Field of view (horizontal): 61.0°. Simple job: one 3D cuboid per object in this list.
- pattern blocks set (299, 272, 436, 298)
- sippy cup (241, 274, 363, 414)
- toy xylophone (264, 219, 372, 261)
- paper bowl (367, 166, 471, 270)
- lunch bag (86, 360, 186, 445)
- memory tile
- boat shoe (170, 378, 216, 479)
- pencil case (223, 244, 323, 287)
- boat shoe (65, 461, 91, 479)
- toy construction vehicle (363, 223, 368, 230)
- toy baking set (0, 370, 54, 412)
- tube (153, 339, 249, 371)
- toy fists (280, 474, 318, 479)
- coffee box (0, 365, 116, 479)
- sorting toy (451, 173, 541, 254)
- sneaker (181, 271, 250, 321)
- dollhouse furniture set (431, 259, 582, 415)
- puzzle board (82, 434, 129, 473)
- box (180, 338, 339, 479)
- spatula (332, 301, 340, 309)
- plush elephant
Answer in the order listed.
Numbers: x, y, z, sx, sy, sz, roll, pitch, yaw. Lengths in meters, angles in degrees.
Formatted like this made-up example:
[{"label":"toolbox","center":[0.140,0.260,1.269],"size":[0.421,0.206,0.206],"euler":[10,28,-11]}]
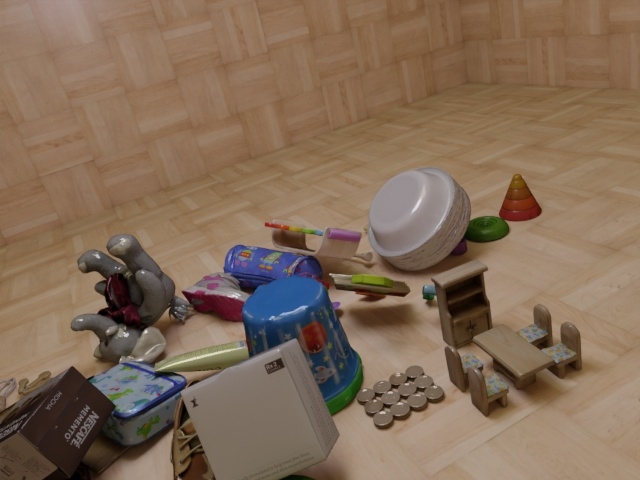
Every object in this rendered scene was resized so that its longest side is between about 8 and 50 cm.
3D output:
[{"label":"pattern blocks set","center":[0.111,0.103,1.249],"size":[0.325,0.026,0.285],"euler":[8,-10,-4]},{"label":"sippy cup","center":[-0.049,0.201,1.087],"size":[0.240,0.224,0.305],"euler":[-20,24,-14]},{"label":"toy xylophone","center":[0.000,0.000,1.526],"size":[0.236,0.081,0.323],"euler":[8,1,-41]},{"label":"paper bowl","center":[0.244,-0.073,1.457],"size":[0.284,0.148,0.284],"euler":[-32,39,31]},{"label":"lunch bag","center":[-0.395,0.331,1.143],"size":[0.219,0.090,0.176],"euler":[6,18,37]},{"label":"memory tile","center":[0.150,0.294,1.032],"size":[0.148,0.012,0.113],"euler":[-22,25,-15]},{"label":"boat shoe","center":[-0.212,0.364,0.947],"size":[0.123,0.119,0.324],"euler":[-19,24,-9]},{"label":"pencil case","center":[-0.144,0.085,1.516],"size":[0.306,0.119,0.133],"euler":[6,31,38]},{"label":"boat shoe","center":[-0.453,0.438,0.980],"size":[0.073,0.073,0.207],"euler":[-33,29,-30]},{"label":"toy construction vehicle","center":[0.193,-0.041,1.719],"size":[0.098,0.035,0.086],"euler":[6,42,43]},{"label":"toy baking set","center":[-0.758,0.391,1.310],"size":[0.256,0.030,0.196],"euler":[-10,22,10]},{"label":"tube","center":[-0.242,0.261,1.198],"size":[0.240,0.070,0.062],"euler":[-5,47,-16]},{"label":"toy fists","center":[0.007,0.416,0.748],"size":[0.279,0.096,0.142],"euler":[-3,14,27]},{"label":"coffee box","center":[-0.542,0.375,0.985],"size":[0.297,0.119,0.168],"euler":[-31,18,22]},{"label":"sorting toy","center":[0.480,-0.087,1.541],"size":[0.366,0.126,0.127],"euler":[-26,27,-25]},{"label":"sneaker","center":[-0.263,0.138,1.470],"size":[0.252,0.103,0.111],"euler":[8,45,40]},{"label":"dollhouse furniture set","center":[0.328,0.165,1.031],"size":[0.212,0.161,0.242],"euler":[-20,25,-13]},{"label":"puzzle board","center":[-0.420,0.409,1.100],"size":[0.096,0.011,0.128],"euler":[5,30,39]},{"label":"box","center":[-0.093,0.278,0.868],"size":[0.181,0.181,0.119],"euler":[-26,-7,10]},{"label":"spatula","center":[-0.076,0.168,1.408],"size":[0.296,0.030,0.084],"euler":[5,30,38]},{"label":"plush elephant","center":[-0.497,0.186,1.366],"size":[0.272,0.330,0.255],"euler":[-10,44,41]}]
